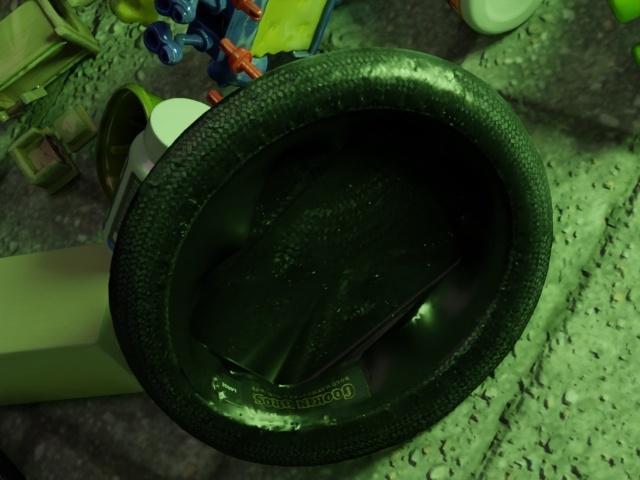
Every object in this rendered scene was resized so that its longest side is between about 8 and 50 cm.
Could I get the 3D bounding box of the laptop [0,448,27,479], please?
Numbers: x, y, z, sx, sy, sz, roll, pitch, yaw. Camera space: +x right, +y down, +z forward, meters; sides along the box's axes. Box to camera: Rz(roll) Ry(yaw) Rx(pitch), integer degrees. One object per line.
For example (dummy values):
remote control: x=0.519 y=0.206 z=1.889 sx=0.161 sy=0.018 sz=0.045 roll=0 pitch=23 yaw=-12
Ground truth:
laptop: x=-0.380 y=0.244 z=1.250 sx=0.264 sy=0.136 sz=0.234 roll=39 pitch=98 yaw=37

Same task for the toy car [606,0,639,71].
toy car: x=0.287 y=-0.217 z=1.158 sx=0.155 sy=0.149 sz=0.188 roll=-27 pitch=27 yaw=11

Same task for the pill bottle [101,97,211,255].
pill bottle: x=-0.123 y=-0.043 z=1.212 sx=0.137 sy=0.078 sz=0.078 roll=-62 pitch=40 yaw=43

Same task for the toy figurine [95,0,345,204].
toy figurine: x=-0.043 y=-0.164 z=1.296 sx=0.191 sy=0.217 sz=0.362 roll=44 pitch=135 yaw=23

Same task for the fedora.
fedora: x=0.000 y=0.000 z=1.137 sx=0.334 sy=0.334 sz=0.152 roll=-44 pitch=22 yaw=3

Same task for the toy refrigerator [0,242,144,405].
toy refrigerator: x=-0.271 y=0.081 z=1.318 sx=0.269 sy=0.094 sz=0.102 roll=-8 pitch=53 yaw=25

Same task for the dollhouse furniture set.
dollhouse furniture set: x=-0.225 y=-0.158 z=1.436 sx=0.182 sy=0.101 sz=0.161 roll=-36 pitch=78 yaw=8

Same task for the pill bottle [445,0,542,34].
pill bottle: x=0.119 y=-0.247 z=1.267 sx=0.086 sy=0.086 sz=0.152 roll=-41 pitch=52 yaw=5
